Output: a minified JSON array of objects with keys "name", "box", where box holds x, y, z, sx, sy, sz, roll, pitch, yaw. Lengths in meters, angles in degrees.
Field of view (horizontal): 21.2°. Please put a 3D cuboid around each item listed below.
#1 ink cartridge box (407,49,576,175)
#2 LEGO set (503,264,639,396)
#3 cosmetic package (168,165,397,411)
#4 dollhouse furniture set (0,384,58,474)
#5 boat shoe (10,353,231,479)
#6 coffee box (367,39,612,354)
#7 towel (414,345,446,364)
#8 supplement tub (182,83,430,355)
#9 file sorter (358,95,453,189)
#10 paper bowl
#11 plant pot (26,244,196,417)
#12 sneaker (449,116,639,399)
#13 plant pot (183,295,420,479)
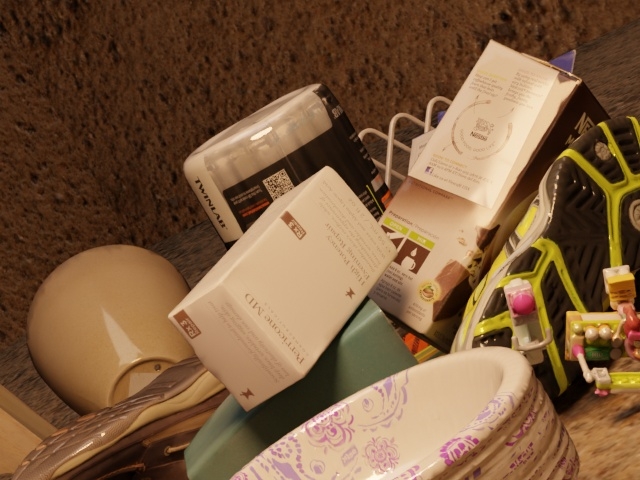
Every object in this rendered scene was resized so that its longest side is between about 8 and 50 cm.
[{"name":"ink cartridge box","box":[0.191,-0.107,1.972,0.223,0.045,0.224,-25,43,41]},{"name":"LEGO set","box":[0.306,0.057,1.465,0.287,0.132,0.107,-22,18,7]},{"name":"cosmetic package","box":[-0.029,0.040,1.565,0.085,0.117,0.231,-34,11,36]},{"name":"dollhouse furniture set","box":[-0.478,0.375,2.105,0.394,0.256,0.362,-51,9,-2]},{"name":"boat shoe","box":[-0.196,0.243,2.002,0.355,0.130,0.132,-28,10,-34]},{"name":"coffee box","box":[0.172,-0.032,1.758,0.297,0.119,0.168,-59,-32,-2]},{"name":"towel","box":[0.100,0.167,1.835,0.102,0.021,0.237,-34,8,10]},{"name":"supplement tub","box":[0.000,0.000,2.051,0.207,0.338,0.207,-29,8,4]},{"name":"file sorter","box":[0.152,-0.066,2.214,0.277,0.193,0.173,-21,52,44]},{"name":"paper bowl","box":[0.059,0.210,1.264,0.284,0.148,0.284,-29,8,4]},{"name":"plant pot","box":[-0.266,0.169,2.392,0.256,0.256,0.274,-31,24,-6]},{"name":"sneaker","box":[0.231,0.020,1.677,0.385,0.145,0.147,-47,2,-32]},{"name":"plant pot","box":[-0.004,0.185,1.611,0.234,0.165,0.166,-35,9,-3]}]
